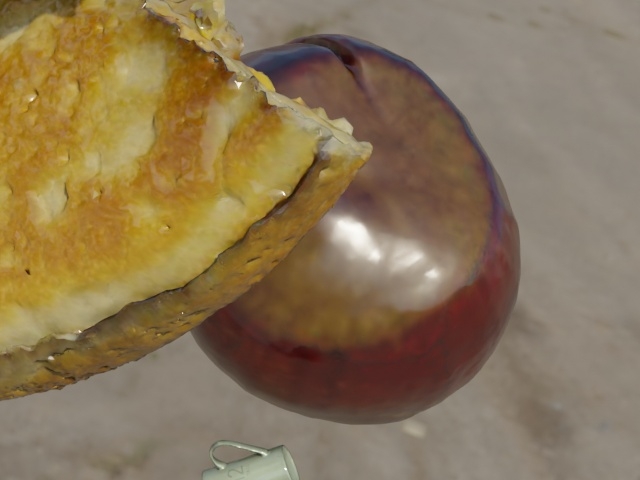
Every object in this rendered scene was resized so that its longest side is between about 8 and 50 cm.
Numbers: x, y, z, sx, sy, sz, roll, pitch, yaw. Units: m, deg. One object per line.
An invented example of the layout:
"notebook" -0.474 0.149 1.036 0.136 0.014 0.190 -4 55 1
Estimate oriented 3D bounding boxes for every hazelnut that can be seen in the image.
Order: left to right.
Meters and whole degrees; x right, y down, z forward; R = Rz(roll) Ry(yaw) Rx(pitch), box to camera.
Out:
"hazelnut" 0.000 0.000 1.989 0.429 0.402 0.402 51 28 9

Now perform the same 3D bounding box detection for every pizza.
"pizza" -0.183 -0.107 1.259 0.130 0.440 0.406 17 55 -60

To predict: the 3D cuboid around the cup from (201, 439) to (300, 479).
"cup" -0.069 0.221 1.780 0.083 0.075 0.054 -22 -9 8
